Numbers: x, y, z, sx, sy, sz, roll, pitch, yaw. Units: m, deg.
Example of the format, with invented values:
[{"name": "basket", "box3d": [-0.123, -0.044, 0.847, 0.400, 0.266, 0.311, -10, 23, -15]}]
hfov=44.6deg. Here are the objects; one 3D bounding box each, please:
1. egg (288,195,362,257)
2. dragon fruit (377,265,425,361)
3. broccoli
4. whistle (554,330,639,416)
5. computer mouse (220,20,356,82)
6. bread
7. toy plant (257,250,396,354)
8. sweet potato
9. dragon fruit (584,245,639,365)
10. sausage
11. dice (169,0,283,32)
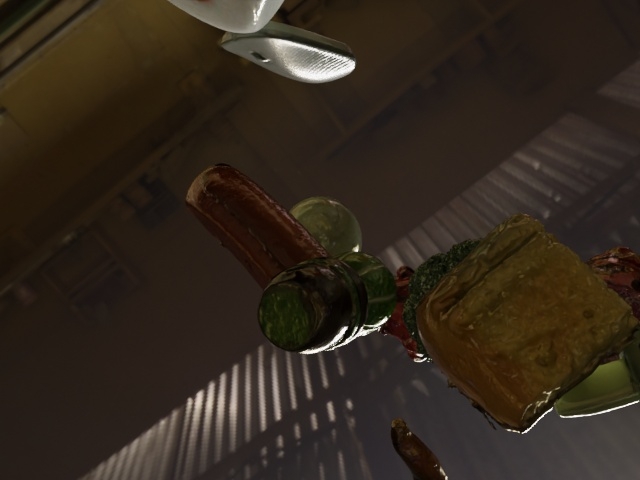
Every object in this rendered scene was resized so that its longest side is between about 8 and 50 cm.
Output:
[{"name": "egg", "box3d": [0.000, 0.000, 1.758, 0.186, 0.186, 0.253, -44, 157, -17]}, {"name": "dragon fruit", "box3d": [0.244, 0.184, 2.035, 0.307, 0.243, 0.227, 12, -119, 36]}, {"name": "broccoli", "box3d": [0.274, 0.112, 1.354, 0.270, 0.269, 0.270, -19, 178, -37]}, {"name": "whistle", "box3d": [0.358, 0.131, 0.799, 0.245, 0.092, 0.110, -22, -141, 10]}, {"name": "computer mouse", "box3d": [-0.065, -0.408, 1.728, 0.197, 0.094, 0.331, 1, 179, 43]}, {"name": "bread", "box3d": [0.202, 0.083, 0.874, 0.204, 0.162, 0.262, -46, -166, 2]}, {"name": "toy plant", "box3d": [0.016, 0.057, 0.771, 0.093, 0.092, 0.162, -30, 170, 36]}, {"name": "sweet potato", "box3d": [0.159, 0.351, 1.134, 0.057, 0.264, 0.057, -16, -150, 9]}, {"name": "dragon fruit", "box3d": [0.720, 0.150, 1.933, 0.296, 0.314, 0.263, -1, -148, 30]}, {"name": "sausage", "box3d": [-0.075, -0.006, 1.051, 0.102, 0.102, 0.330, -41, -126, -7]}, {"name": "dice", "box3d": [-0.171, -0.581, 1.396, 0.304, 0.304, 0.277, -61, -177, -12]}]
